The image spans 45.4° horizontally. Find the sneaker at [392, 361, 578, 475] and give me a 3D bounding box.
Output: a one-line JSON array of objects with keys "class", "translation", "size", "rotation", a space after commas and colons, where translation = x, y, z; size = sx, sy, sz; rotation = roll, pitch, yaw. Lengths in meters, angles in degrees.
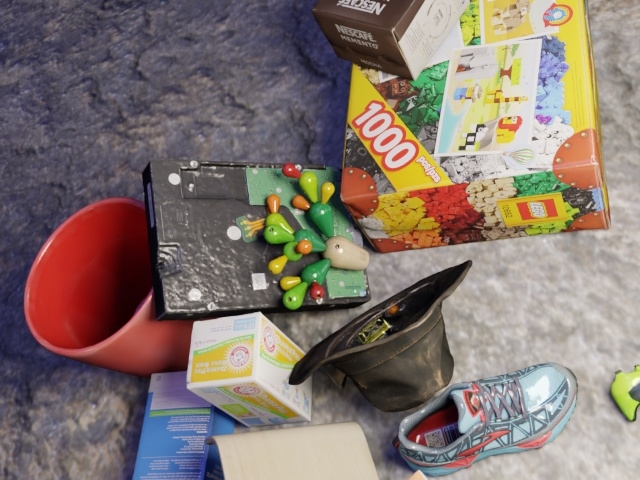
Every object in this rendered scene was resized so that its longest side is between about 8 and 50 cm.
[{"class": "sneaker", "translation": [0.220, 0.236, 1.019], "size": [0.261, 0.125, 0.104], "rotation": [-29, 55, 8]}]

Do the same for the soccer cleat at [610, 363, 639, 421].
[{"class": "soccer cleat", "translation": [0.466, 0.177, 0.984], "size": [0.178, 0.060, 0.072], "rotation": [-27, 63, 17]}]

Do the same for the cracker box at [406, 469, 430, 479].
[{"class": "cracker box", "translation": [0.174, 0.379, 0.877], "size": [0.067, 0.232, 0.156], "rotation": [-40, 43, -1]}]

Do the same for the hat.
[{"class": "hat", "translation": [0.107, 0.160, 1.067], "size": [0.331, 0.331, 0.134], "rotation": [-31, 89, 6]}]

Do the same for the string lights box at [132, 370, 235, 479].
[{"class": "string lights box", "translation": [-0.214, 0.339, 1.199], "size": [0.133, 0.077, 0.260], "rotation": [-8, 59, 22]}]

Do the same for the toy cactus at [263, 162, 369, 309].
[{"class": "toy cactus", "translation": [0.000, 0.000, 1.147], "size": [0.112, 0.180, 0.219], "rotation": [-34, 48, 44]}]

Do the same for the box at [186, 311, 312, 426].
[{"class": "box", "translation": [-0.099, 0.199, 1.147], "size": [0.114, 0.203, 0.103], "rotation": [-11, 58, 20]}]

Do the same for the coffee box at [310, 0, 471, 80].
[{"class": "coffee box", "translation": [0.146, -0.415, 1.201], "size": [0.168, 0.119, 0.297], "rotation": [26, 75, 35]}]

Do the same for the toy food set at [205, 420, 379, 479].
[{"class": "toy food set", "translation": [-0.022, 0.389, 1.022], "size": [0.219, 0.092, 0.306], "rotation": [1, 51, -26]}]

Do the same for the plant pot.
[{"class": "plant pot", "translation": [-0.310, 0.104, 1.280], "size": [0.274, 0.243, 0.275], "rotation": [-12, 57, 19]}]

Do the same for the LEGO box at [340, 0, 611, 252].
[{"class": "LEGO box", "translation": [0.252, -0.253, 1.251], "size": [0.372, 0.193, 0.501], "rotation": [-7, 59, 22]}]

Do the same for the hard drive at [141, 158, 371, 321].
[{"class": "hard drive", "translation": [-0.095, -0.003, 1.183], "size": [0.064, 0.338, 0.237], "rotation": [-34, 62, 58]}]
